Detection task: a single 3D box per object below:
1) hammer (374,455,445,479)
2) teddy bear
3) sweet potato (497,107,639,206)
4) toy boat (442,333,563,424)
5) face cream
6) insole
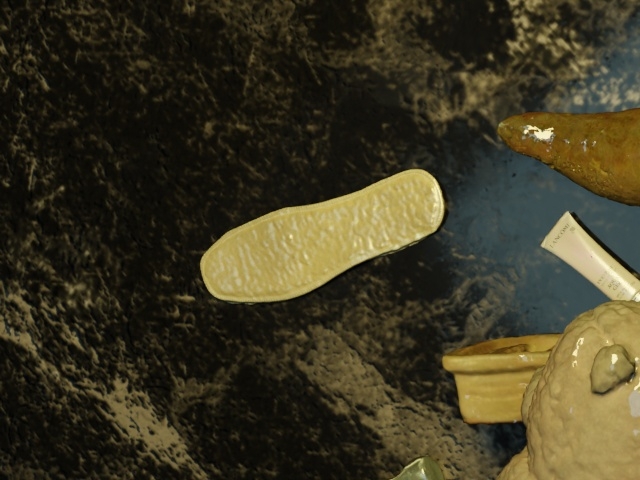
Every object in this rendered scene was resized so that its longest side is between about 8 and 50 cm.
[{"bbox_3d":[0.082,0.319,1.742,0.158,0.041,0.226,-34,77,21],"label":"hammer"},{"bbox_3d":[0.220,0.177,1.494,0.236,0.151,0.267,43,128,46],"label":"teddy bear"},{"bbox_3d":[0.303,-0.094,1.606,0.310,0.098,0.124,-23,73,22],"label":"sweet potato"},{"bbox_3d":[0.206,0.111,1.644,0.188,0.116,0.061,-6,93,27],"label":"toy boat"},{"bbox_3d":[0.236,0.025,1.679,0.115,0.020,0.038,43,108,21],"label":"face cream"},{"bbox_3d":[0.000,0.000,1.793,0.248,0.011,0.081,-21,81,23],"label":"insole"}]
